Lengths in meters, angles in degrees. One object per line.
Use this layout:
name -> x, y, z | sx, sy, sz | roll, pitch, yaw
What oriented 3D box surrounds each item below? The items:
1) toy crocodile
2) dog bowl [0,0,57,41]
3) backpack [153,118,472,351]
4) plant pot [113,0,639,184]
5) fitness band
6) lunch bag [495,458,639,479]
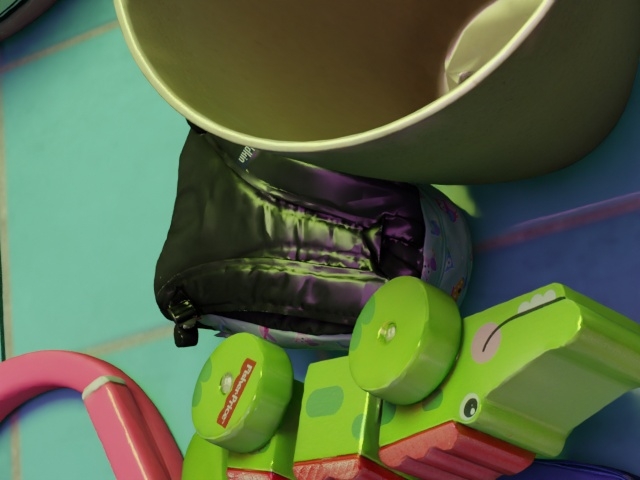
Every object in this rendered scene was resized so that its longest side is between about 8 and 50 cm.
toy crocodile -> 0.032, 0.101, 0.745 | 0.340, 0.115, 0.105 | -23, 50, 43
dog bowl -> -0.318, -0.325, 1.078 | 0.408, 0.150, 0.408 | -9, 72, 27
backpack -> 0.000, 0.000, 0.835 | 0.182, 0.115, 0.152 | 10, 93, 29
plant pot -> 0.069, -0.131, 0.738 | 0.256, 0.274, 0.256 | -8, 72, 26
fitness band -> -0.176, 0.209, 0.909 | 0.209, 0.054, 0.291 | -35, 61, 16
lunch bag -> 0.131, 0.154, 0.748 | 0.098, 0.065, 0.067 | 3, 78, 29
